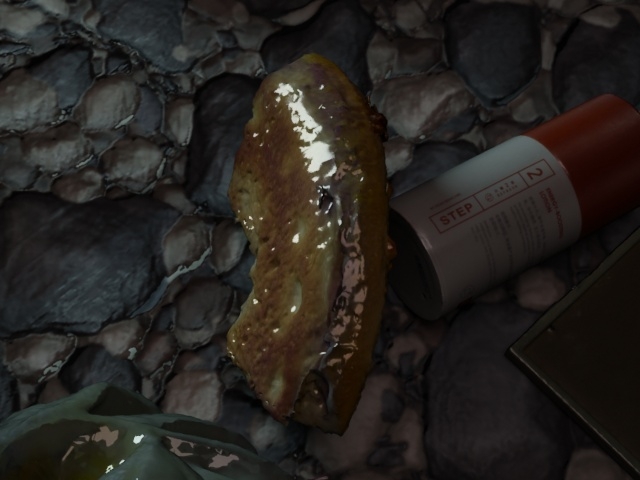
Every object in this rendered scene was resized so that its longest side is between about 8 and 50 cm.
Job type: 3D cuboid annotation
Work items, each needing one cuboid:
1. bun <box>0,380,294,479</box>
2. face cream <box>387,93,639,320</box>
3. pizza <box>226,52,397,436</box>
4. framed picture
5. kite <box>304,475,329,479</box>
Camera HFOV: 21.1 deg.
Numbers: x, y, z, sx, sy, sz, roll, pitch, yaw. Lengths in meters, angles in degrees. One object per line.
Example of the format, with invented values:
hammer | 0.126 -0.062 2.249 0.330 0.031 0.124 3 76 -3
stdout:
bun | -0.144 0.217 1.024 0.354 0.194 0.354 5 28 -2
face cream | 0.151 -0.028 1.311 0.214 0.096 0.096 -27 71 -20
pizza | 0.000 0.000 1.256 0.085 0.161 0.305 14 61 -32
framed picture | 0.288 0.072 1.329 0.184 0.016 0.250 43 65 13
kite | 0.009 0.191 1.234 0.078 0.002 0.044 9 63 -3
